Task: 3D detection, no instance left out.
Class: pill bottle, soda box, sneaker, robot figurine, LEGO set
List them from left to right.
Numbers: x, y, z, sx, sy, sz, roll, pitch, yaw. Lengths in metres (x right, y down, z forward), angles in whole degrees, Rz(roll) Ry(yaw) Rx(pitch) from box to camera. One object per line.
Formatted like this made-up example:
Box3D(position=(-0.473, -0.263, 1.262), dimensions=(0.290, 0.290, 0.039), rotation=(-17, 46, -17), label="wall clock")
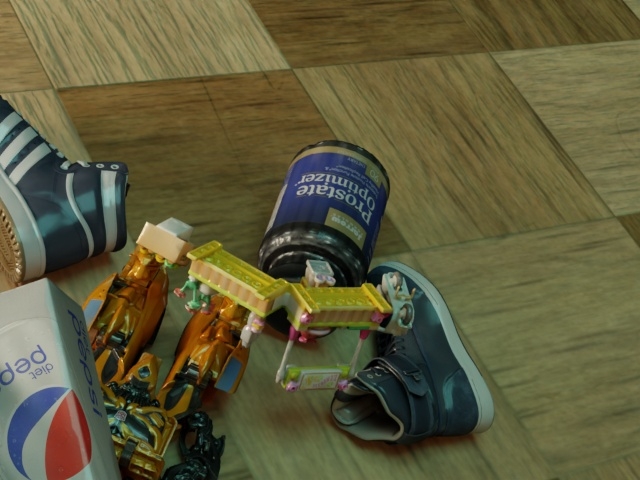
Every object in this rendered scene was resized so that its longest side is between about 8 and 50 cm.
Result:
Box3D(position=(-0.306, -0.086, 1.534), dimensions=(0.153, 0.099, 0.282), rotation=(-14, 61, -28), label="sneaker")
Box3D(position=(-0.232, 0.185, 1.219), dimensions=(0.091, 0.098, 0.286), rotation=(-18, 69, 4), label="soda box")
Box3D(position=(-0.173, 0.133, 1.386), dimensions=(0.211, 0.085, 0.291), rotation=(22, 42, 0), label="robot figurine")
Box3D(position=(-0.049, 0.074, 1.395), dimensions=(0.287, 0.107, 0.132), rotation=(12, 27, -11), label="LEGO set")
Box3D(position=(0.000, 0.000, 1.567), dimensions=(0.123, 0.123, 0.219), rotation=(21, 45, -4), label="pill bottle")
Box3D(position=(0.068, 0.119, 1.507), dimensions=(0.163, 0.086, 0.226), rotation=(-8, 52, -34), label="sneaker")
